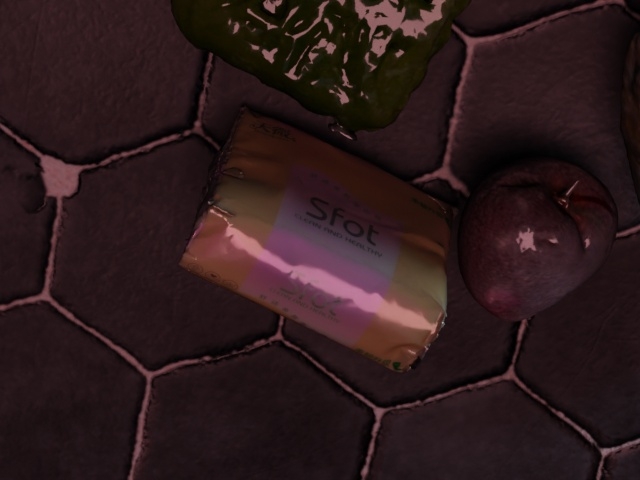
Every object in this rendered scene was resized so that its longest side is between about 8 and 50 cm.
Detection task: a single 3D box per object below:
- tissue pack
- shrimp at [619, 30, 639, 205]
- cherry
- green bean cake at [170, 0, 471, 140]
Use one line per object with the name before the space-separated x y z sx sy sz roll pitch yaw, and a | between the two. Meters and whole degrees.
tissue pack | 0.000 0.000 1.794 0.257 0.215 0.123 24 123 -9
shrimp | 0.393 -0.029 1.767 0.110 0.221 0.445 -35 135 -15
cherry | 0.214 -0.004 1.818 0.176 0.176 0.140 -44 66 18
green bean cake | 0.009 -0.258 1.705 0.250 0.156 0.247 28 111 -10
